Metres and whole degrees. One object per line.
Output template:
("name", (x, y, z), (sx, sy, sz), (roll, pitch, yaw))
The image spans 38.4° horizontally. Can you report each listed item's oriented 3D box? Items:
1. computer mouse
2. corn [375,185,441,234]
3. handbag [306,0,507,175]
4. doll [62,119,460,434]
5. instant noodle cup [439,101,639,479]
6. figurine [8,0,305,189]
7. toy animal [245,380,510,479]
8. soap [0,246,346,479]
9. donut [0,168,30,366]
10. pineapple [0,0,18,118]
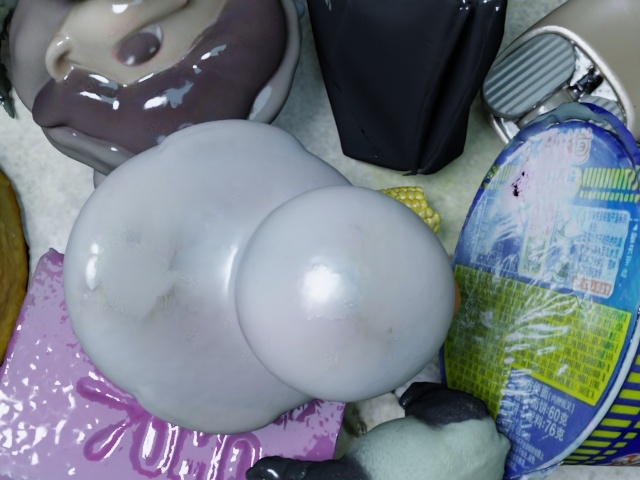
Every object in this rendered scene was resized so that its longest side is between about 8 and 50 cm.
("computer mouse", (0.257, -0.154, 0.833), (0.237, 0.082, 0.145), (-33, 86, -16))
("corn", (0.000, 0.000, 0.760), (0.206, 0.067, 0.067), (-16, 81, -13))
("handbag", (0.068, -0.234, 0.710), (0.152, 0.288, 0.342), (-5, 79, -7))
("doll", (-0.032, 0.029, 0.581), (0.251, 0.221, 0.221), (8, 76, -20))
("instant noodle cup", (0.292, 0.066, 0.713), (0.313, 0.284, 0.284), (12, 76, -16))
("figurine", (-0.146, -0.184, 0.643), (0.203, 0.380, 0.248), (23, 70, 30))
("toy animal", (0.029, 0.178, 0.621), (0.225, 0.121, 0.093), (-21, 95, -26))
("soap", (-0.111, 0.129, 0.705), (0.260, 0.081, 0.181), (17, 75, -7))
("donut", (-0.368, 0.010, 0.671), (0.303, 0.110, 0.302), (2, 77, -9))
("pineapple", (-0.247, -0.229, 0.754), (0.125, 0.125, 0.251), (29, 85, -3))
